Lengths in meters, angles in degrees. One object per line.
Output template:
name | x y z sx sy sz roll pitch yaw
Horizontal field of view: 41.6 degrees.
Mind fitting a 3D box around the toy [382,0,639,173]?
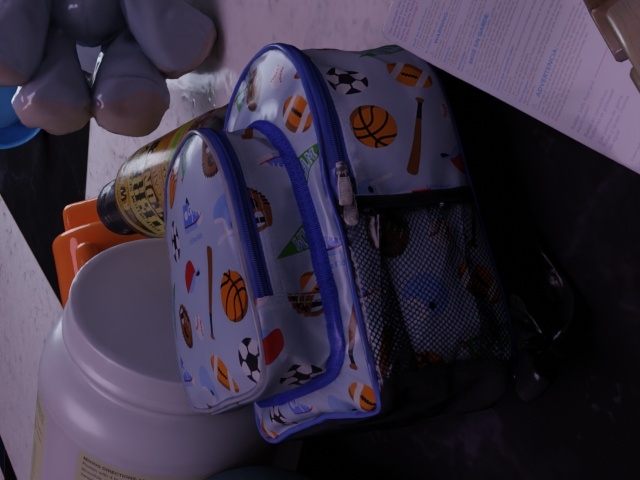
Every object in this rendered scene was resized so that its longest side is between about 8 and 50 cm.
toy | 0.148 -0.131 0.453 0.237 0.056 0.137 41 122 39

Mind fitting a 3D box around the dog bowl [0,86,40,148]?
dog bowl | -0.545 -0.305 1.406 0.074 0.166 0.297 -141 51 -61

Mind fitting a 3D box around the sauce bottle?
sauce bottle | -0.148 -0.054 0.880 0.344 0.111 0.111 -13 85 57

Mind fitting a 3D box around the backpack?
backpack | 0.000 0.000 0.588 0.276 0.213 0.263 -33 58 58

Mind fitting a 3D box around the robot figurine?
robot figurine | -0.264 0.056 1.069 0.158 0.128 0.219 -29 71 53

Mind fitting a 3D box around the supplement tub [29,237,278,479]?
supplement tub | -0.158 0.185 0.825 0.235 0.235 0.325 50 135 40

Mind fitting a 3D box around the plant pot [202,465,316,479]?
plant pot | -0.046 0.299 0.667 0.195 0.290 0.290 -111 31 -51

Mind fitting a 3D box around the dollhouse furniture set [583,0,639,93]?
dollhouse furniture set | 0.143 -0.129 0.172 0.198 0.286 0.303 -26 39 20

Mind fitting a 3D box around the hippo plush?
hippo plush | -0.277 -0.254 0.908 0.294 0.234 0.236 59 170 -26
